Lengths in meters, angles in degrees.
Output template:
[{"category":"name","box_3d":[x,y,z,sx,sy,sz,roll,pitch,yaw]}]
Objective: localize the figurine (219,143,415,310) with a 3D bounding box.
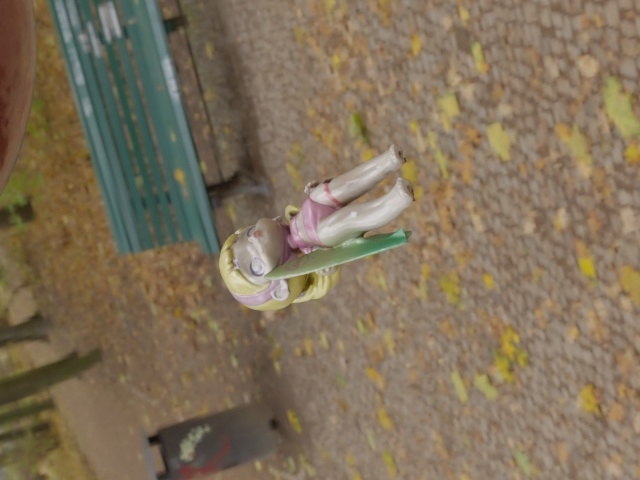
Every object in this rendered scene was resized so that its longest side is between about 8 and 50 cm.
[{"category":"figurine","box_3d":[0.000,0.000,0.783,0.187,0.083,0.083,-36,69,37]}]

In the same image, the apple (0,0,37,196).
[{"category":"apple","box_3d":[-0.291,-0.110,0.549,0.269,0.345,0.345,-93,-9,-75]}]
